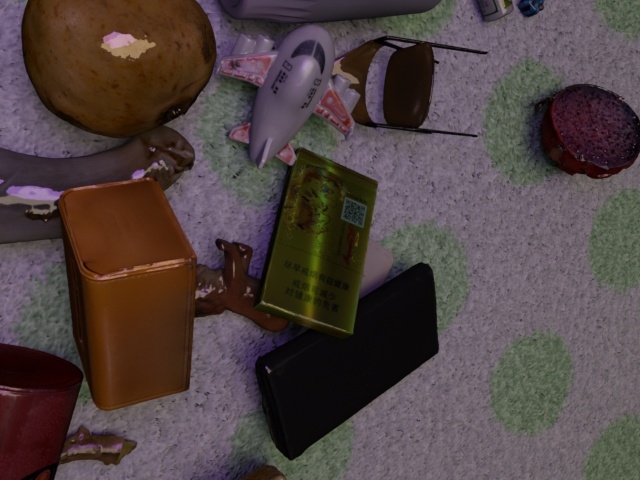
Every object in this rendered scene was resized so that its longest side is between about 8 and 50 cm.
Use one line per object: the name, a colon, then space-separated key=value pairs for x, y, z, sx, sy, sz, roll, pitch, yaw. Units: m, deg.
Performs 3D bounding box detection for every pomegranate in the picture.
pomegranate: x=-0.277 y=-0.266 z=0.855 sx=0.261 sy=0.260 sz=0.260 roll=-4 pitch=99 yaw=-26

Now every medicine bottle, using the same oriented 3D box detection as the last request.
medicine bottle: x=0.329 y=-0.560 z=1.235 sx=0.092 sy=0.061 sz=0.220 roll=-46 pitch=116 yaw=-40

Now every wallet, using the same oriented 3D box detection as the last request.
wallet: x=0.069 y=0.218 z=1.161 sx=0.406 sy=0.062 sz=0.228 roll=-28 pitch=120 yaw=-31

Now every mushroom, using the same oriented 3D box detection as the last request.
mushroom: x=-0.384 y=-0.086 z=0.912 sx=0.397 sy=0.126 sz=0.177 roll=-5 pitch=91 yaw=-22

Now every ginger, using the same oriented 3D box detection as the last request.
ginger: x=-0.373 y=0.347 z=1.022 sx=0.137 sy=0.044 sz=0.057 roll=10 pitch=111 yaw=-25

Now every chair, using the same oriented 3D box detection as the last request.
chair: x=0.155 y=-0.281 z=1.135 sx=0.247 sy=0.172 sz=0.158 roll=1 pitch=98 yaw=-33

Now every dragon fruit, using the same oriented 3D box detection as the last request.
dragon fruit: x=0.577 y=-0.223 z=1.369 sx=0.224 sy=0.148 sz=0.218 roll=-16 pitch=74 yaw=-14

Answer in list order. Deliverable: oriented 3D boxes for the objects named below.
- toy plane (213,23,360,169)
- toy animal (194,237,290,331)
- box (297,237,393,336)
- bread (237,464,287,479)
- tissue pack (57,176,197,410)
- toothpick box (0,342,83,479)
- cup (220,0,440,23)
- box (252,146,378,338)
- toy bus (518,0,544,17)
toy plane: x=-0.055 y=-0.239 z=1.025 sx=0.252 sy=0.118 sz=0.252 roll=-3 pitch=113 yaw=-8
toy animal: x=-0.133 y=0.093 z=1.086 sx=0.312 sy=0.097 sz=0.157 roll=25 pitch=96 yaw=-28
box: x=0.044 y=0.129 z=1.180 sx=0.142 sy=0.044 sz=0.285 roll=31 pitch=83 yaw=-43
bread: x=-0.137 y=0.516 z=1.100 sx=0.204 sy=0.162 sz=0.262 roll=-25 pitch=130 yaw=-23
tissue pack: x=-0.277 y=0.081 z=0.880 sx=0.145 sy=0.194 sz=0.274 roll=-13 pitch=134 yaw=-28
toothpick box: x=-0.486 y=0.334 z=0.875 sx=0.204 sy=0.204 sz=0.333 roll=16 pitch=89 yaw=-27
cup: x=0.021 y=-0.483 z=0.983 sx=0.372 sy=0.253 sz=0.253 roll=-14 pitch=103 yaw=-22
box: x=0.000 y=0.000 z=1.073 sx=0.173 sy=0.043 sz=0.311 roll=21 pitch=61 yaw=-19
toy bus: x=0.458 y=-0.522 z=1.309 sx=0.046 sy=0.038 sz=0.083 roll=29 pitch=82 yaw=-22
